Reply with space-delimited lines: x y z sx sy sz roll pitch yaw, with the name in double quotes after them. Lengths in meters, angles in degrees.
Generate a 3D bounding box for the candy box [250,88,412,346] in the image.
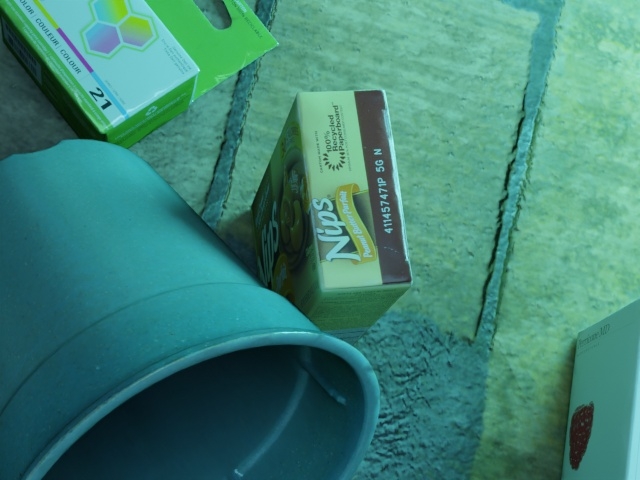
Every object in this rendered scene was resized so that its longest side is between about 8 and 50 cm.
0.000 0.000 1.164 0.087 0.316 0.183 -3 74 -11 "candy box"

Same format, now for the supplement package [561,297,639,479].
0.361 0.231 1.242 0.175 0.177 0.293 14 70 -7 "supplement package"

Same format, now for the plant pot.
-0.181 0.104 1.063 0.341 0.341 0.334 -27 51 -18 "plant pot"

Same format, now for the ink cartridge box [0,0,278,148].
-0.193 -0.237 1.317 0.255 0.097 0.189 -37 83 -19 "ink cartridge box"
